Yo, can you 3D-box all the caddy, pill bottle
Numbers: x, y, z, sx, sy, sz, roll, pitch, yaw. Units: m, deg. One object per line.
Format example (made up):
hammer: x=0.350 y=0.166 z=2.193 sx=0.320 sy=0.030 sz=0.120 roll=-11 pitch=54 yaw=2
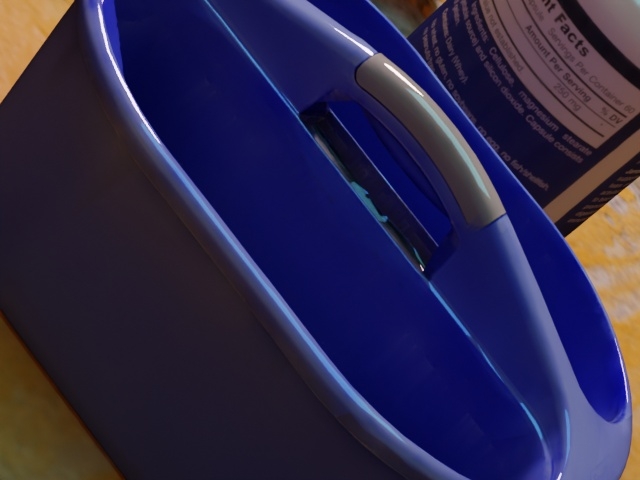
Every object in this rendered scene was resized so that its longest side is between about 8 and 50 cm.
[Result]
caddy: x=0.000 y=0.000 z=0.862 sx=0.341 sy=0.179 sz=0.241 roll=52 pitch=32 yaw=6
pill bottle: x=0.150 y=-0.107 z=1.068 sx=0.153 sy=0.264 sz=0.153 roll=31 pitch=36 yaw=-26
